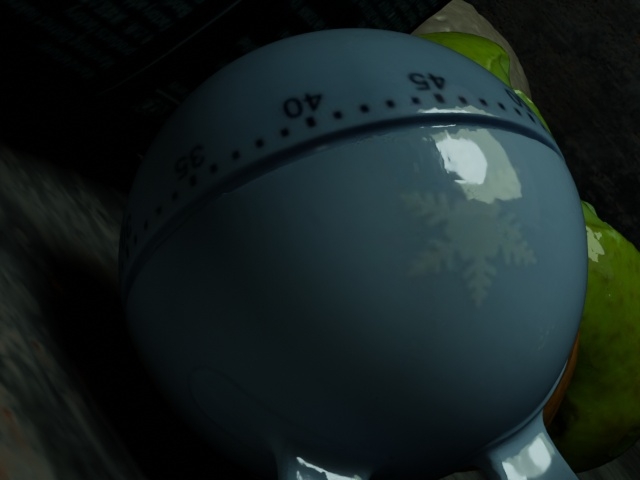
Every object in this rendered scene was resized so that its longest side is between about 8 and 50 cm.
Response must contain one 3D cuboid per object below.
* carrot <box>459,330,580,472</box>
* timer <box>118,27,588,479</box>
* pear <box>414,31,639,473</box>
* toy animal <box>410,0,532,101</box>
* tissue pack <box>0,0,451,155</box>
[{"bbox_3d":[0.053,0.038,0.701,0.159,0.159,0.225,56,0,27],"label":"carrot"},{"bbox_3d":[0.017,0.056,0.498,0.175,0.175,0.255,17,65,-74],"label":"timer"},{"bbox_3d":[0.118,0.018,0.979,0.281,0.176,0.286,58,12,27],"label":"pear"},{"bbox_3d":[0.078,-0.130,1.302,0.226,0.188,0.358,41,10,-1],"label":"toy animal"},{"bbox_3d":[-0.084,-0.203,0.544,0.253,0.264,0.416,54,9,18],"label":"tissue pack"}]
